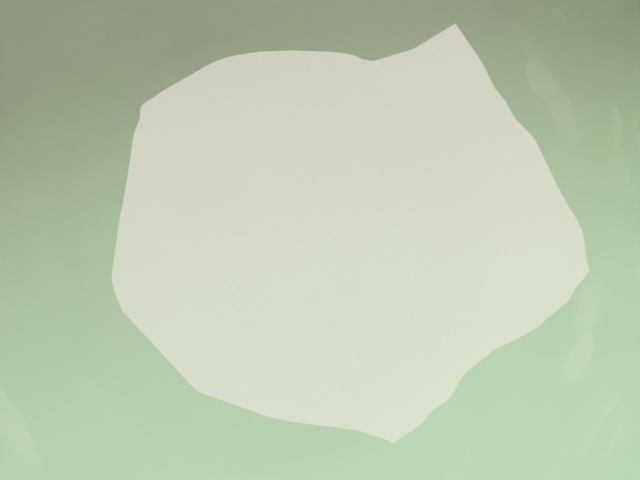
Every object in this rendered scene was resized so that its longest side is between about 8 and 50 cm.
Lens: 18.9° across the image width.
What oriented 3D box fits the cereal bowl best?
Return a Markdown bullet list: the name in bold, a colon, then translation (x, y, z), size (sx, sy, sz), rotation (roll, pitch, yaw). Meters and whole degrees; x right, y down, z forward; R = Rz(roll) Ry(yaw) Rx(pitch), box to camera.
- **cereal bowl**: translation (0.000, 0.000, 0.599), size (0.339, 0.141, 0.339), rotation (1, 88, -17)
